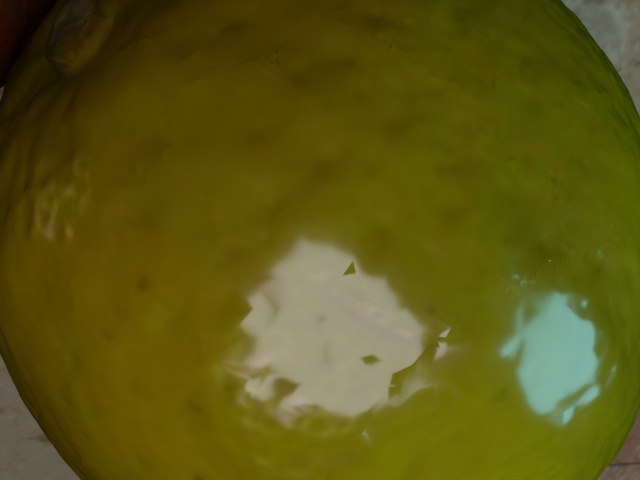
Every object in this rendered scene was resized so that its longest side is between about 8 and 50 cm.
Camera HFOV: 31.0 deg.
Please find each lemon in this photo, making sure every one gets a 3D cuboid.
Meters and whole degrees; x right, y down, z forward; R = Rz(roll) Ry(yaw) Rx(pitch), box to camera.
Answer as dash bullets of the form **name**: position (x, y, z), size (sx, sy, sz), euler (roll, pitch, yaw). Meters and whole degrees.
- **lemon**: position (0.000, 0.000, 0.557), size (0.348, 0.348, 0.348), euler (-5, 128, -7)

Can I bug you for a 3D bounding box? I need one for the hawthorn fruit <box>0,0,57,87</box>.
- **hawthorn fruit**: position (-0.189, -0.108, 0.538), size (0.149, 0.189, 0.149), euler (-13, 159, -5)
